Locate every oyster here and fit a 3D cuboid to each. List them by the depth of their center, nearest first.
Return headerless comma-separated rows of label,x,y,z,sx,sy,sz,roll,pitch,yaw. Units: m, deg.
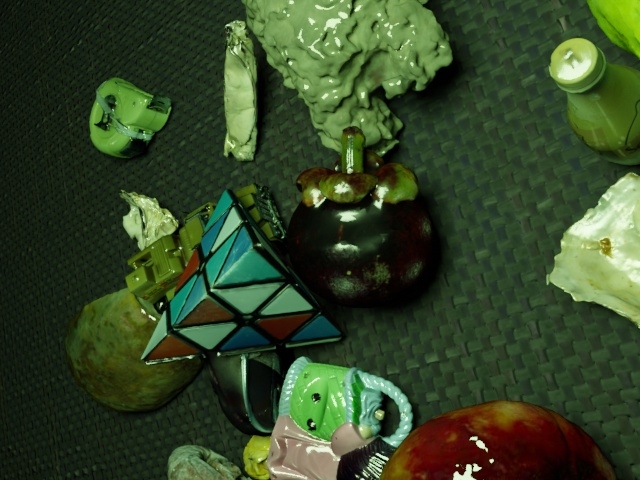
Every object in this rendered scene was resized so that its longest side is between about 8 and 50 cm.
oyster,0.354,0.043,0.630,0.161,0.107,0.232,-53,40,26
oyster,-0.305,-0.011,1.128,0.163,0.081,0.191,-12,94,59

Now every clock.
clock,0.035,0.268,0.828,0.196,0.100,0.193,15,95,28

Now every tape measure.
tape measure,-0.383,-0.236,1.188,0.177,0.088,0.154,33,105,36

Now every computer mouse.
computer mouse,-0.104,0.172,0.917,0.096,0.137,0.233,-38,70,28

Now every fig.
fig,0.178,0.288,0.648,0.263,0.224,0.223,-14,77,21

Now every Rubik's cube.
Rubik's cube,-0.062,0.064,0.862,0.284,0.234,0.250,-46,26,31

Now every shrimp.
shrimp,-0.118,0.411,0.879,0.116,0.145,0.343,-42,46,-15

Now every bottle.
bottle,0.274,-0.128,0.585,0.083,0.270,0.083,-3,85,36

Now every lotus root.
lotus root,-0.354,0.203,1.091,0.314,0.142,0.210,-39,66,28

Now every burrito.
burrito,-0.127,-0.230,0.979,0.063,0.058,0.229,-108,21,-53

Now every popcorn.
popcorn,-0.073,0.326,0.930,0.084,0.084,0.084,-4,83,36

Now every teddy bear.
teddy bear,0.077,-0.340,0.825,0.368,0.224,0.357,-37,63,11

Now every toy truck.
toy truck,-0.183,0.010,0.977,0.257,0.127,0.127,-29,64,13

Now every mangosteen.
mangosteen,0.050,-0.026,0.782,0.194,0.194,0.230,19,124,36

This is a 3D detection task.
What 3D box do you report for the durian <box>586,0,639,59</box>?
durian,0.362,-0.297,0.579,0.339,0.256,0.204,61,159,23
